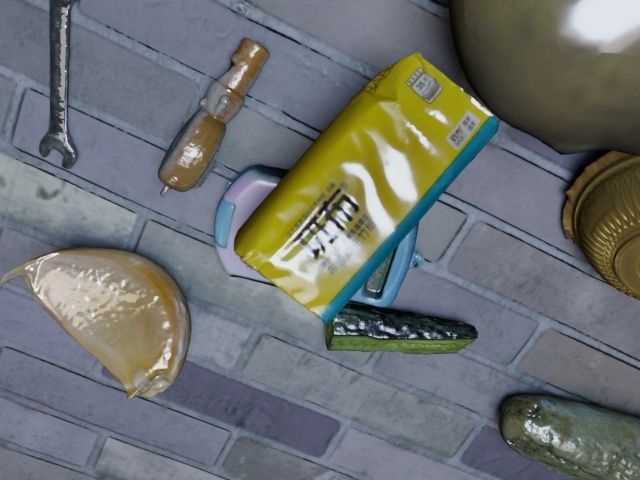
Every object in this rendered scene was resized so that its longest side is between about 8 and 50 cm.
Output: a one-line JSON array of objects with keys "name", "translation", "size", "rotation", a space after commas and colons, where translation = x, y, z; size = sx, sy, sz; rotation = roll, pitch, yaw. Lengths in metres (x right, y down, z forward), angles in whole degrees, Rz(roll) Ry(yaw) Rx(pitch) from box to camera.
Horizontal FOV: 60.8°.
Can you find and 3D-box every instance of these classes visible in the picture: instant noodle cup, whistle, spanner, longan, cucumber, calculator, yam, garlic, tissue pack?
[{"name": "instant noodle cup", "translation": [0.426, 0.006, 0.647], "size": [0.274, 0.091, 0.274], "rotation": [21, 142, 18]}, {"name": "whistle", "translation": [-0.132, -0.143, 0.667], "size": [0.057, 0.107, 0.220], "rotation": [31, 95, -20]}, {"name": "spanner", "translation": [-0.324, -0.212, 0.678], "size": [0.054, 0.015, 0.255], "rotation": [10, 112, -4]}, {"name": "longan", "translation": [0.294, -0.227, 0.527], "size": [0.350, 0.288, 0.288], "rotation": [-3, 113, -7]}, {"name": "cucumber", "translation": [0.114, 0.126, 0.796], "size": [0.211, 0.062, 0.078], "rotation": [2, 150, -7]}, {"name": "calculator", "translation": [0.000, 0.000, 0.745], "size": [0.293, 0.051, 0.173], "rotation": [13, 111, -5]}, {"name": "yam", "translation": [0.433, 0.321, 0.839], "size": [0.330, 0.133, 0.133], "rotation": [18, 112, -2]}, {"name": "garlic", "translation": [-0.277, 0.094, 0.728], "size": [0.245, 0.164, 0.145], "rotation": [41, 124, -9]}, {"name": "tissue pack", "translation": [0.035, -0.055, 0.605], "size": [0.134, 0.192, 0.271], "rotation": [41, 86, -6]}]
